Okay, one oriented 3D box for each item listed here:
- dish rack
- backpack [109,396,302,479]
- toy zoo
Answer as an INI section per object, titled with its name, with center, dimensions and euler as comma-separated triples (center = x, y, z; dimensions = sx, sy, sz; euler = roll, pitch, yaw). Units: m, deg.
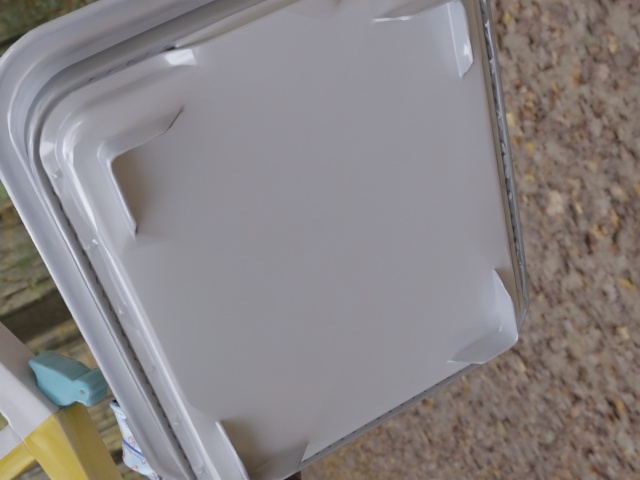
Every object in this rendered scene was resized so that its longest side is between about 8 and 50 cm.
[dish rack]
center = 0.000, 0.000, 0.542
dimensions = 0.072, 0.286, 0.332
euler = 46, 158, 52
[backpack]
center = -0.117, 0.199, 0.916
dimensions = 0.158, 0.173, 0.116
euler = 10, -93, -61
[toy zoo]
center = -0.239, 0.168, 0.630
dimensions = 0.192, 0.293, 0.030
euler = 53, -155, 2
